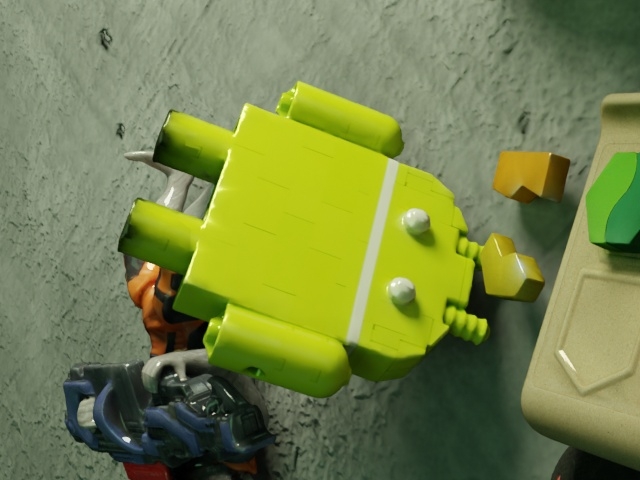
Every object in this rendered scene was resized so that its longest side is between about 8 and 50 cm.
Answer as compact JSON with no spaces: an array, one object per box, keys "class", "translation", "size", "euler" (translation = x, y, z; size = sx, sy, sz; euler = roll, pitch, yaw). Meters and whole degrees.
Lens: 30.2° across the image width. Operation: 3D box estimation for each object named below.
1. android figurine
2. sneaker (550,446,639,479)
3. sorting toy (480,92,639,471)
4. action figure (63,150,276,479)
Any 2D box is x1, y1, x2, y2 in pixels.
[{"class":"android figurine","translation":[0.000,0.000,0.857],"size":[0.056,0.272,0.248],"euler":[119,170,-55]},{"class":"sneaker","translation":[0.255,0.184,0.711],"size":[0.314,0.136,0.116],"euler":[-22,45,60]},{"class":"sorting toy","translation":[0.182,0.018,0.735],"size":[0.307,0.041,0.229],"euler":[9,85,63]},{"class":"action figure","translation":[-0.084,0.087,0.970],"size":[0.341,0.178,0.330],"euler":[3,96,57]}]
